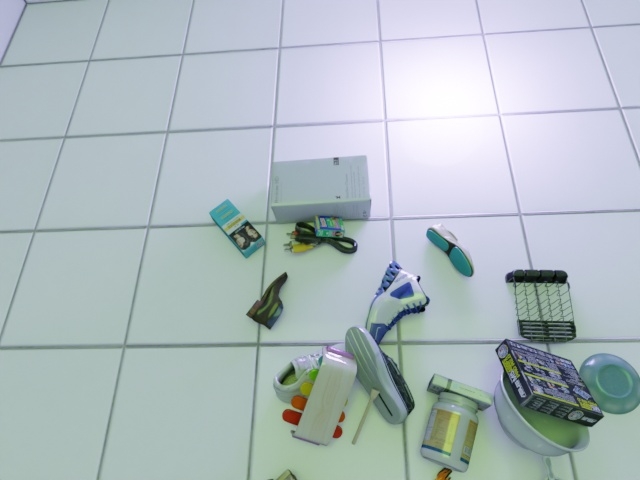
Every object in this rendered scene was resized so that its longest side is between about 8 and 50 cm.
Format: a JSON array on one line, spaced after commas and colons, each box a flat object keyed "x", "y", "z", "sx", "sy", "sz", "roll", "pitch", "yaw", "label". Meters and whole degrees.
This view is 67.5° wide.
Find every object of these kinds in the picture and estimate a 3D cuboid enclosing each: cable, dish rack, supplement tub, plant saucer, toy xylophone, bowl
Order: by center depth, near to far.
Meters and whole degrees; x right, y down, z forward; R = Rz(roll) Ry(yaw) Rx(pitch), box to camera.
[{"x": 0.634, "y": 0.529, "z": 1.442, "sx": 0.297, "sy": 0.134, "sz": 0.298, "roll": 22, "pitch": 31, "yaw": -14, "label": "bowl"}, {"x": 0.399, "y": 0.583, "z": 1.464, "sx": 0.144, "sy": 0.144, "sz": 0.200, "roll": 17, "pitch": 66, "yaw": 14, "label": "supplement tub"}, {"x": 0.037, "y": 0.510, "z": 1.507, "sx": 0.236, "sy": 0.081, "sz": 0.323, "roll": 29, "pitch": 90, "yaw": -9, "label": "toy xylophone"}, {"x": 0.938, "y": 0.454, "z": 1.536, "sx": 0.194, "sy": 0.037, "sz": 0.195, "roll": -2, "pitch": 64, "yaw": 5, "label": "plant saucer"}, {"x": 0.765, "y": 0.224, "z": 1.655, "sx": 0.208, "sy": 0.074, "sz": 0.272, "roll": 0, "pitch": 65, "yaw": 7, "label": "dish rack"}, {"x": 0.000, "y": 0.000, "z": 1.872, "sx": 0.287, "sy": 0.072, "sz": 0.139, "roll": 7, "pitch": 46, "yaw": -4, "label": "cable"}]

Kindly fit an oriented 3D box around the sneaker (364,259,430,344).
[{"x": 0.277, "y": 0.228, "z": 1.669, "sx": 0.182, "sy": 0.127, "sz": 0.316, "roll": 18, "pitch": 65, "yaw": 17, "label": "sneaker"}]

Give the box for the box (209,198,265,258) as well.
[{"x": -0.334, "y": -0.049, "z": 1.911, "sx": 0.100, "sy": 0.060, "sz": 0.244, "roll": -39, "pitch": 66, "yaw": -13, "label": "box"}]

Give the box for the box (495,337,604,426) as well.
[{"x": 0.686, "y": 0.427, "z": 1.449, "sx": 0.270, "sy": 0.060, "sz": 0.216, "roll": 19, "pitch": 32, "yaw": -16, "label": "box"}]

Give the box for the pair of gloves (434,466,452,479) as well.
[{"x": 0.392, "y": 0.741, "z": 1.460, "sx": 0.074, "sy": 0.010, "sz": 0.083, "roll": -37, "pitch": 68, "yaw": -14, "label": "pair of gloves"}]

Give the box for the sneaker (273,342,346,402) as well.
[{"x": -0.017, "y": 0.426, "z": 1.581, "sx": 0.305, "sy": 0.152, "sz": 0.114, "roll": -29, "pitch": 52, "yaw": -10, "label": "sneaker"}]

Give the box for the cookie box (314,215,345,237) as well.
[{"x": 0.034, "y": -0.053, "z": 1.855, "sx": 0.107, "sy": 0.040, "sz": 0.092, "roll": 3, "pitch": 37, "yaw": -10, "label": "cookie box"}]

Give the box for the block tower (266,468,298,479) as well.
[{"x": -0.037, "y": 0.835, "z": 1.411, "sx": 0.097, "sy": 0.091, "sz": 0.335, "roll": -38, "pitch": 66, "yaw": -14, "label": "block tower"}]

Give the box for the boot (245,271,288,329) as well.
[{"x": -0.167, "y": 0.222, "z": 1.763, "sx": 0.106, "sy": 0.082, "sz": 0.219, "roll": 40, "pitch": 68, "yaw": 0, "label": "boot"}]

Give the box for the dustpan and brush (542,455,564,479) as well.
[{"x": 0.683, "y": 0.727, "z": 1.408, "sx": 0.147, "sy": 0.060, "sz": 0.211, "roll": -8, "pitch": 63, "yaw": 2, "label": "dustpan and brush"}]

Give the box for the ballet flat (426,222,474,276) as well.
[{"x": 0.500, "y": 0.028, "z": 1.781, "sx": 0.086, "sy": 0.086, "sz": 0.248, "roll": -33, "pitch": 64, "yaw": -11, "label": "ballet flat"}]

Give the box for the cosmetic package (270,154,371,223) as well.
[{"x": 0.002, "y": -0.200, "z": 1.901, "sx": 0.384, "sy": 0.156, "sz": 0.217, "roll": -4, "pitch": 64, "yaw": 3, "label": "cosmetic package"}]

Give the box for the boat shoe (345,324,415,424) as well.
[{"x": 0.192, "y": 0.429, "z": 1.570, "sx": 0.119, "sy": 0.121, "sz": 0.335, "roll": -14, "pitch": 74, "yaw": -51, "label": "boat shoe"}]

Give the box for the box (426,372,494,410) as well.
[{"x": 0.437, "y": 0.481, "z": 1.513, "sx": 0.186, "sy": 0.145, "sz": 0.038, "roll": 18, "pitch": 67, "yaw": 15, "label": "box"}]
